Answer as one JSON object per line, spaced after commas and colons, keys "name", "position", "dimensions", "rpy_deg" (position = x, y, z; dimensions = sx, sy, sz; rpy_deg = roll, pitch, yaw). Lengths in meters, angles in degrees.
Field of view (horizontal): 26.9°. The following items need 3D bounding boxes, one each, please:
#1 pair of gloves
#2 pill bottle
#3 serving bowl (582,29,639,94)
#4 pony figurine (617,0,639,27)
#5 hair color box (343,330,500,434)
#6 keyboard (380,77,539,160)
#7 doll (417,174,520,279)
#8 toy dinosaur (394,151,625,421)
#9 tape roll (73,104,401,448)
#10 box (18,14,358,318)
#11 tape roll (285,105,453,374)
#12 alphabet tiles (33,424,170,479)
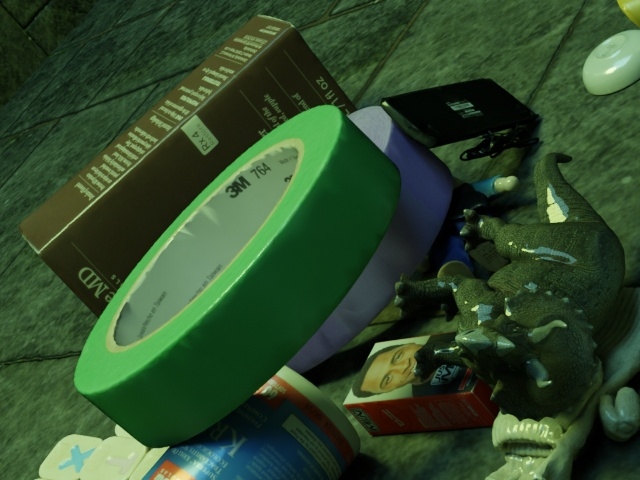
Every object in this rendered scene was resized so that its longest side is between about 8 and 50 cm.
{"name": "pair of gloves", "position": [0.224, 0.106, 0.917], "dimensions": [0.204, 0.042, 0.240], "rpy_deg": [-50, 25, -21]}
{"name": "pill bottle", "position": [-0.079, 0.210, 1.072], "dimensions": [0.221, 0.124, 0.124], "rpy_deg": [-49, 26, -20]}
{"name": "serving bowl", "position": [0.292, -0.181, 1.321], "dimensions": [0.083, 0.027, 0.083], "rpy_deg": [-33, 26, 18]}
{"name": "pony figurine", "position": [0.431, -0.214, 0.874], "dimensions": [0.363, 0.351, 0.303], "rpy_deg": [-49, 14, 28]}
{"name": "hair color box", "position": [0.092, 0.115, 1.086], "dimensions": [0.141, 0.043, 0.072], "rpy_deg": [-14, 35, 45]}
{"name": "keyboard", "position": [0.139, -0.109, 1.300], "dimensions": [0.192, 0.100, 0.038], "rpy_deg": [-17, -38, -47]}
{"name": "doll", "position": [0.134, -0.015, 1.243], "dimensions": [0.129, 0.046, 0.189], "rpy_deg": [-45, 17, 13]}
{"name": "toy dinosaur", "position": [0.159, 0.041, 0.996], "dimensions": [0.160, 0.121, 0.313], "rpy_deg": [7, 29, 30]}
{"name": "tape roll", "position": [-0.073, 0.026, 1.133], "dimensions": [0.321, 0.077, 0.321], "rpy_deg": [-41, 18, 16]}
{"name": "box", "position": [-0.135, -0.064, 1.535], "dimensions": [0.381, 0.191, 0.143], "rpy_deg": [-43, 24, -5]}
{"name": "tape roll", "position": [0.000, 0.000, 1.302], "dimensions": [0.275, 0.090, 0.275], "rpy_deg": [-42, 19, 18]}
{"name": "alphabet tiles", "position": [-0.194, 0.252, 1.216], "dimensions": [0.278, 0.021, 0.284], "rpy_deg": [2, 44, 41]}
